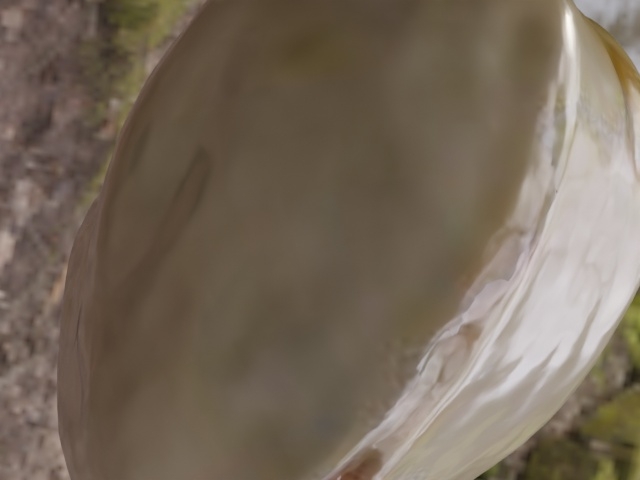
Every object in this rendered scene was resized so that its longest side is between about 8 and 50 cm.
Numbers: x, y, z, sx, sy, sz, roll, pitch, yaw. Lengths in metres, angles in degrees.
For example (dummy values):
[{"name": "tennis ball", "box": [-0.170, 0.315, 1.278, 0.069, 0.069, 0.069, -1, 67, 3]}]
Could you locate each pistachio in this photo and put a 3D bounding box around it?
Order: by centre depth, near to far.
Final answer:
[{"name": "pistachio", "box": [0.000, 0.000, 1.060, 0.281, 0.445, 0.365, 26, 54, -22]}]
